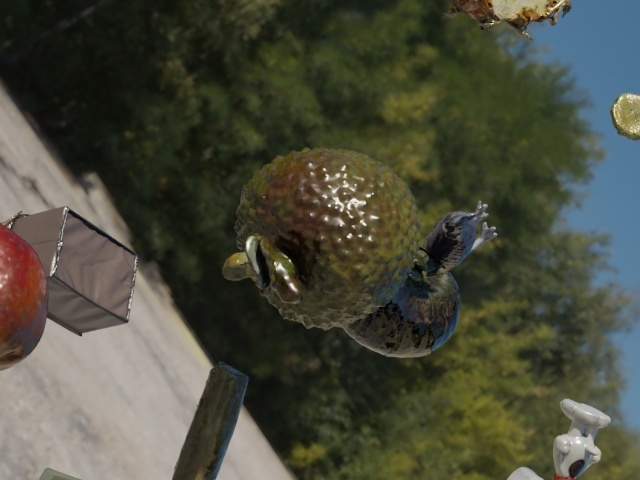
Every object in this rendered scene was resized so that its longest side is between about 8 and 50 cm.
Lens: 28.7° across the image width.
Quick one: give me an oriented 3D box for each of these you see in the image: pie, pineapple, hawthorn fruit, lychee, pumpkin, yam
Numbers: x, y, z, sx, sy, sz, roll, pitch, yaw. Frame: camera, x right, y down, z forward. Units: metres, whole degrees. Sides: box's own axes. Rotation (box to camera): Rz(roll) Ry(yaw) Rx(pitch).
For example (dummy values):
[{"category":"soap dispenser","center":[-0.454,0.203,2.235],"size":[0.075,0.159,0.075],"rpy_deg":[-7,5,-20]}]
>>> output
[{"category":"pie","center":[0.498,-0.198,1.994],"size":[0.084,0.084,0.020],"rpy_deg":[55,-23,11]},{"category":"pineapple","center":[0.258,-0.391,1.787],"size":[0.236,0.186,0.114],"rpy_deg":[8,10,-30]},{"category":"hawthorn fruit","center":[-0.591,0.099,2.136],"size":[0.258,0.258,0.262],"rpy_deg":[93,-21,-83]},{"category":"lychee","center":[0.007,-0.005,1.768],"size":[0.270,0.320,0.270],"rpy_deg":[22,-32,14]},{"category":"pumpkin","center":[0.130,0.093,2.162],"size":[0.238,0.238,0.159],"rpy_deg":[53,-45,38]},{"category":"yam","center":[-0.181,0.333,1.897],"size":[0.071,0.317,0.067],"rpy_deg":[22,13,17]}]

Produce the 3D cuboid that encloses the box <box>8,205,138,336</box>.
[{"category":"box","center":[-0.517,0.064,2.593],"size":[0.252,0.153,0.188],"rpy_deg":[43,42,-44]}]

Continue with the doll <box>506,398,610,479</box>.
[{"category":"doll","center":[0.397,0.416,2.202],"size":[0.144,0.208,0.271],"rpy_deg":[25,-68,62]}]

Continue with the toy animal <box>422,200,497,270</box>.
[{"category":"toy animal","center":[0.236,0.009,2.283],"size":[0.081,0.206,0.367],"rpy_deg":[49,-33,13]}]

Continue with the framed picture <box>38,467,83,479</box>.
[{"category":"framed picture","center":[-0.224,0.463,1.213],"size":[0.326,0.446,0.028],"rpy_deg":[16,-35,13]}]
